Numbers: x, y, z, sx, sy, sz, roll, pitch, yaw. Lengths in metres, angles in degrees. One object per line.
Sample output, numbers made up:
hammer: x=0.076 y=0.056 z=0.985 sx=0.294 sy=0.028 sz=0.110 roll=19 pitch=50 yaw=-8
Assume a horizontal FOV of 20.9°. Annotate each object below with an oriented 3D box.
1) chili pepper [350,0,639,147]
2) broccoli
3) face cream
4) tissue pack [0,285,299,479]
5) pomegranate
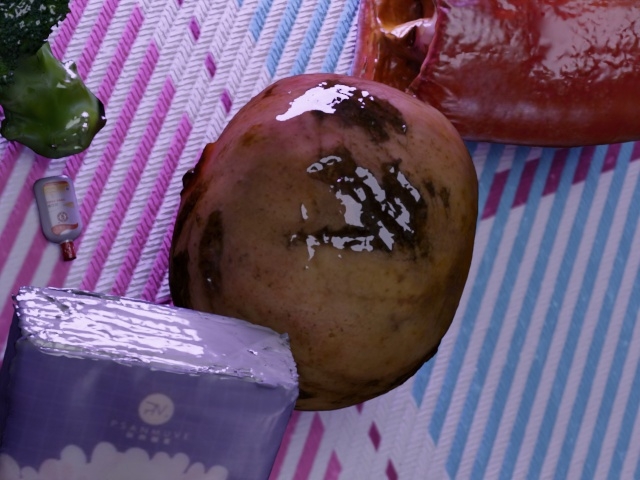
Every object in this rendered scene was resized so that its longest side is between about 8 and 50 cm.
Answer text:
chili pepper: x=0.202 y=-0.223 z=1.806 sx=0.305 sy=0.229 sz=0.251 roll=2 pitch=90 yaw=-22
broccoli: x=-0.329 y=-0.199 z=1.596 sx=0.297 sy=0.298 sz=0.297 roll=-56 pitch=136 yaw=-25
face cream: x=-0.251 y=-0.021 z=1.674 sx=0.040 sy=0.021 sz=0.083 roll=-10 pitch=79 yaw=-23
tissue pack: x=-0.180 y=0.222 z=1.471 sx=0.242 sy=0.125 sz=0.343 roll=10 pitch=114 yaw=-19
pomegranate: x=0.000 y=0.000 z=1.614 sx=0.322 sy=0.322 sz=0.322 roll=6 pitch=72 yaw=-20
